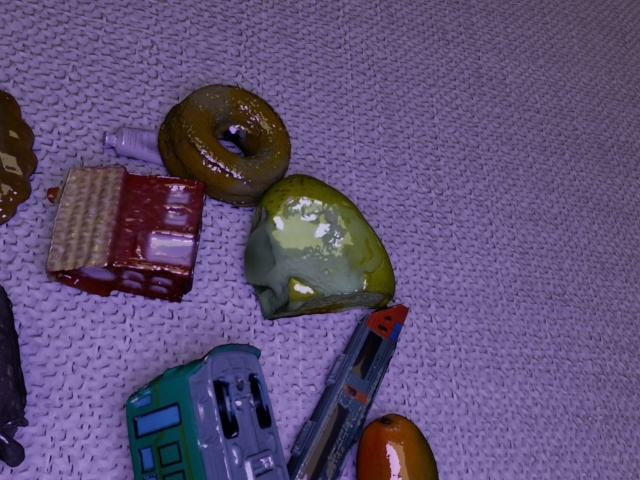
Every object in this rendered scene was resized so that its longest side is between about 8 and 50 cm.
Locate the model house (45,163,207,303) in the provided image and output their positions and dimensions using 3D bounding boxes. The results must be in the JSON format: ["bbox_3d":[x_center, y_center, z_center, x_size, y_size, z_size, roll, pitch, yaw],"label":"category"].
[{"bbox_3d":[-0.336,-0.010,0.907,0.254,0.160,0.195,9,65,-15],"label":"model house"}]

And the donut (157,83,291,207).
[{"bbox_3d":[-0.175,-0.198,1.067,0.272,0.107,0.271,11,66,-25],"label":"donut"}]

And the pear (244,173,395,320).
[{"bbox_3d":[0.000,0.000,1.022,0.287,0.176,0.281,-3,67,-23],"label":"pear"}]

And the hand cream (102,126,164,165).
[{"bbox_3d":[-0.350,-0.187,1.046,0.142,0.053,0.084,5,66,-35],"label":"hand cream"}]

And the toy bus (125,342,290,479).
[{"bbox_3d":[-0.162,0.344,0.790,0.200,0.183,0.343,-21,71,17],"label":"toy bus"}]

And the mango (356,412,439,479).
[{"bbox_3d":[0.138,0.443,0.903,0.146,0.129,0.288,6,67,-39],"label":"mango"}]

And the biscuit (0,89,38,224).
[{"bbox_3d":[-0.652,-0.163,0.902,0.330,0.078,0.334,15,66,-19],"label":"biscuit"}]

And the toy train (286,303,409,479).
[{"bbox_3d":[0.046,0.277,0.966,0.089,0.086,0.409,32,61,-3],"label":"toy train"}]

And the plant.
[{"bbox_3d":[-0.503,0.198,0.712,0.189,0.199,0.275,-8,81,-26],"label":"plant"}]
